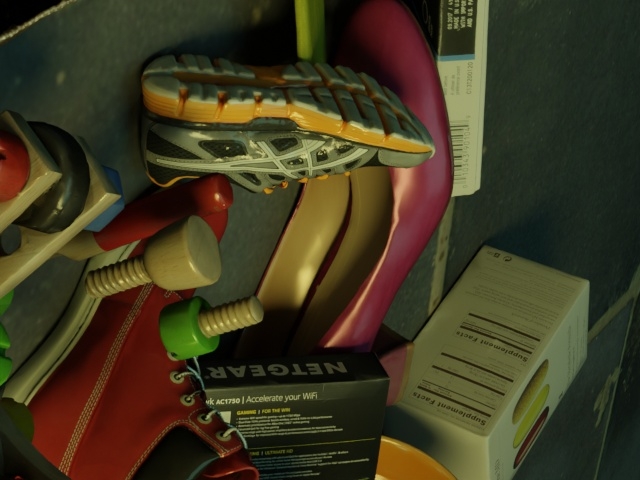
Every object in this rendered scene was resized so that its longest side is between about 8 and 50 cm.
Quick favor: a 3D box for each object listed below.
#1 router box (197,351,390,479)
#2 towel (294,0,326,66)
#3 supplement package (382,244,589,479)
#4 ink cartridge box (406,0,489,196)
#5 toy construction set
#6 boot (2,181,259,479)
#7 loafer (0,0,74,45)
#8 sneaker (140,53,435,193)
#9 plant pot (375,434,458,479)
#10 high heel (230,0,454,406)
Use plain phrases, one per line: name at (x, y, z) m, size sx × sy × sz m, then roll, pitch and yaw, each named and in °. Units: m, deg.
router box at (-0.042, 0.157, 1.025) m, size 0.179 × 0.046 × 0.133 m, roll -1°, pitch 116°, yaw -18°
towel at (-0.014, -0.197, 0.936) m, size 0.102 × 0.021 × 0.237 m, roll -80°, pitch 169°, yaw -50°
supplement package at (0.183, 0.147, 1.452) m, size 0.244 × 0.134 × 0.139 m, roll -50°, pitch 147°, yaw -34°
ink cartridge box at (0.099, -0.179, 1.111) m, size 0.208 × 0.045 × 0.206 m, roll -98°, pitch -176°, yaw -54°
toy construction set at (-0.189, 0.071, 0.705) m, size 0.257 × 0.237 × 0.309 m, roll 66°, pitch 23°, yaw -14°
boot at (-0.086, 0.079, 0.861) m, size 0.244 × 0.176 × 0.088 m, roll -59°, pitch 149°, yaw -24°
loafer at (-0.222, -0.091, 0.541) m, size 0.366 × 0.130 × 0.134 m, roll -47°, pitch 145°, yaw -38°
sneaker at (-0.024, -0.072, 0.913) m, size 0.215 × 0.084 × 0.083 m, roll 6°, pitch 123°, yaw -19°
plant pot at (0.028, 0.316, 1.237) m, size 0.205 × 0.205 × 0.188 m, roll -38°, pitch 155°, yaw -47°
high heel at (0.000, 0.000, 1.046) m, size 0.181 × 0.127 × 0.377 m, roll -16°, pitch 116°, yaw -37°
